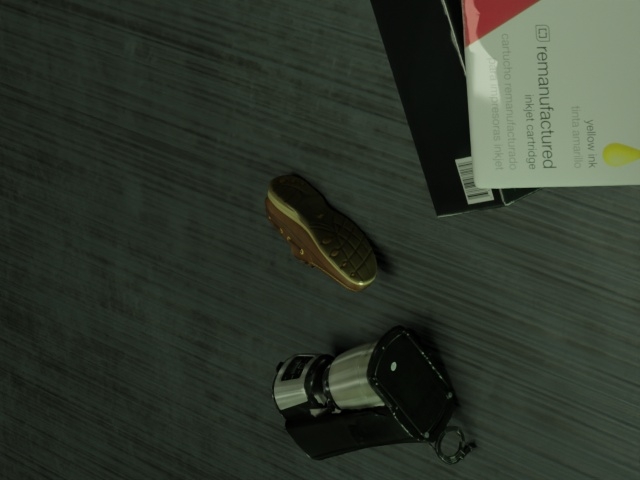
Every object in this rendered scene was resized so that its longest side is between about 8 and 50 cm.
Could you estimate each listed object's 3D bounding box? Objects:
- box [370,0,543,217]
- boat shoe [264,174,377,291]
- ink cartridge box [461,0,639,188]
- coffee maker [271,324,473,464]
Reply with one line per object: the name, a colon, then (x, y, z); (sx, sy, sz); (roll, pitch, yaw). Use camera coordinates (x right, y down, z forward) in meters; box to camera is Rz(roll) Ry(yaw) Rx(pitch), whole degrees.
box: (0.167, -0.176, 1.942); (0.103, 0.184, 0.261); (-10, 100, 48)
boat shoe: (-0.001, 0.000, 2.261); (0.178, 0.064, 0.060); (46, 138, 28)
ink cartridge box: (0.321, -0.200, 1.685); (0.385, 0.160, 0.279); (-1, 110, 11)
coffee maker: (0.052, 0.196, 2.248); (0.178, 0.120, 0.171); (-18, 95, 46)
